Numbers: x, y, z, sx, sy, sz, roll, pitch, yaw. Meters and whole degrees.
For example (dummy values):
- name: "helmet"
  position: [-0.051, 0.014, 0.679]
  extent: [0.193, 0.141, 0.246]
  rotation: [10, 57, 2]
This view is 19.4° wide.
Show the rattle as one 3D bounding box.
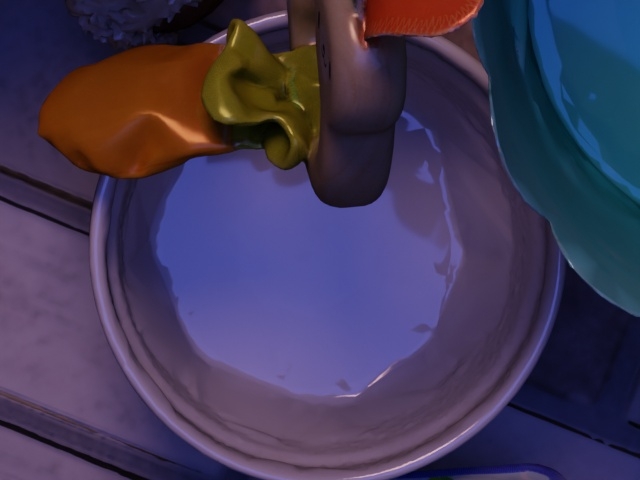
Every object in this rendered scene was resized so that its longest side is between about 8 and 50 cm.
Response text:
- name: "rattle"
  position: [-0.029, -0.077, 0.684]
  extent: [0.143, 0.200, 0.130]
  rotation: [12, 92, -5]

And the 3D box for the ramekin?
- name: "ramekin"
  position: [0.000, 0.000, 0.847]
  extent: [0.207, 0.109, 0.207]
  rotation: [0, 94, -5]

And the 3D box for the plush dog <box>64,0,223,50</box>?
- name: "plush dog"
  position: [-0.164, -0.180, 0.767]
  extent: [0.225, 0.262, 0.210]
  rotation: [-23, 78, -4]

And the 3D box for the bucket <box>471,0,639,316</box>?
- name: "bucket"
  position: [0.195, -0.098, 0.736]
  extent: [0.281, 0.183, 0.281]
  rotation: [2, 100, 8]

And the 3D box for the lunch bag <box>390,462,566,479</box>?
- name: "lunch bag"
  position: [0.048, 0.150, 0.835]
  extent: [0.129, 0.151, 0.096]
  rotation: [-3, 83, -4]
